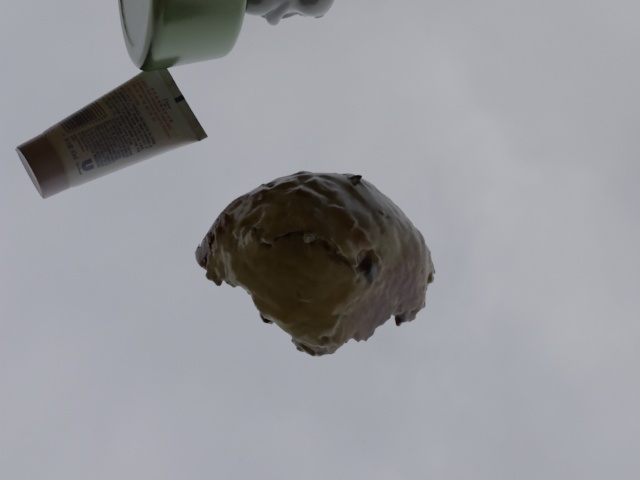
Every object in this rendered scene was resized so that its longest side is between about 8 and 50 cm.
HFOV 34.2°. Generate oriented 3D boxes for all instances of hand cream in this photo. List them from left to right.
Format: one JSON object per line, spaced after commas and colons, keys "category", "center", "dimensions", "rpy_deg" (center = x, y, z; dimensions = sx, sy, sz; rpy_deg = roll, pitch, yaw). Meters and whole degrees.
{"category": "hand cream", "center": [-0.297, -0.151, 1.458], "dimensions": [0.248, 0.083, 0.133], "rpy_deg": [-27, -94, -18]}

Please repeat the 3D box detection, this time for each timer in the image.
{"category": "timer", "center": [-0.105, -0.378, 1.432], "dimensions": [0.315, 0.291, 0.290], "rpy_deg": [-3, -117, -20]}

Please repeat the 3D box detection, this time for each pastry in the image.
{"category": "pastry", "center": [0.000, -0.004, 1.191], "dimensions": [0.237, 0.256, 0.170], "rpy_deg": [32, -60, 32]}
